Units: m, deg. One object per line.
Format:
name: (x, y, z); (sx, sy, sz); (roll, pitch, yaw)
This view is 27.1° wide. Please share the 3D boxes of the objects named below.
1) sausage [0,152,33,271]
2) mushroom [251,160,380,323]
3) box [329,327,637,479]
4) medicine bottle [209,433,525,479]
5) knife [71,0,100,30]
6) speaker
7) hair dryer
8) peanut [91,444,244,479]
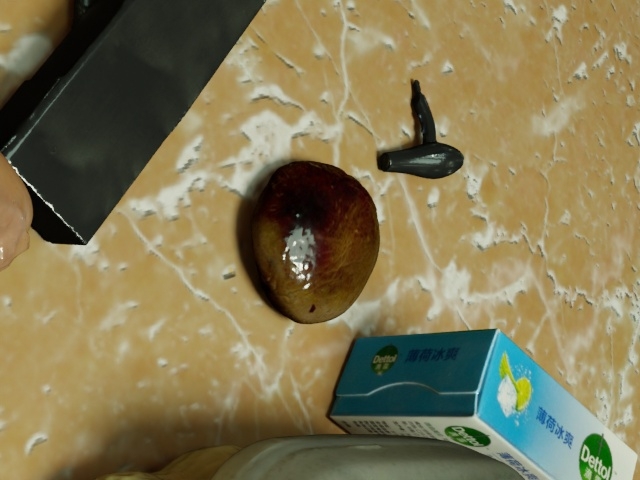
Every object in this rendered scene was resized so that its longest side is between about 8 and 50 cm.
sausage: (-0.263, -0.078, 0.665); (0.289, 0.086, 0.086); (41, 57, -32)
mushroom: (0.000, 0.000, 0.947); (0.123, 0.052, 0.123); (6, 81, -48)
box: (0.123, 0.146, 0.984); (0.194, 0.139, 0.073); (42, 56, -34)
medicine bottle: (0.010, 0.306, 0.804); (0.282, 0.123, 0.375); (9, 92, -48)
knife: (-0.142, -0.203, 0.853); (0.046, 0.021, 0.222); (2, 86, -45)
speaker: (-0.122, -0.104, 0.824); (0.082, 0.044, 0.218); (50, 58, -32)
hair dryer: (0.074, -0.089, 1.061); (0.079, 0.031, 0.083); (-2, 71, -37)
peanut: (-0.103, 0.175, 0.795); (0.187, 0.082, 0.082); (-10, 91, -46)
